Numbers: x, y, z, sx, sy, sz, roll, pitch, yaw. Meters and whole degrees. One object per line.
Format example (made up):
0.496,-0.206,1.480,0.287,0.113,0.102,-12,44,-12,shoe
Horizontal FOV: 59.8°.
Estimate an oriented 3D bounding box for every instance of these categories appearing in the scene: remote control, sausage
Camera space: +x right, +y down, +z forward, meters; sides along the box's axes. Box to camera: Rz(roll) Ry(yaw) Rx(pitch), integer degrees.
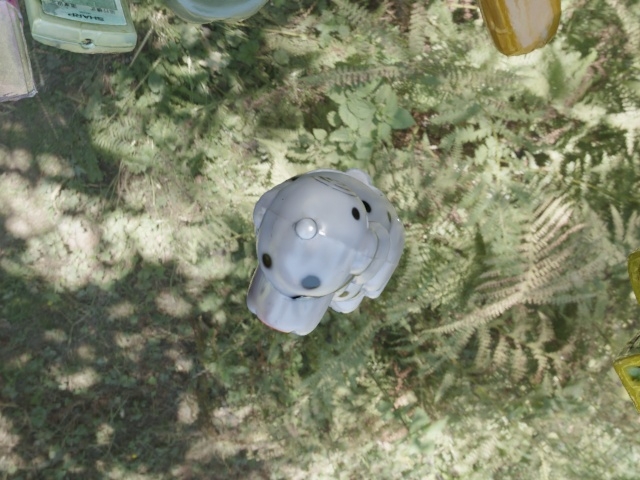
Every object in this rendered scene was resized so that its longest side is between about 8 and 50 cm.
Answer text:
-0.266,-0.293,0.581,0.098,0.234,0.038,-6,155,-35,remote control
0.286,-0.466,0.864,0.134,0.116,0.354,-20,126,14,sausage

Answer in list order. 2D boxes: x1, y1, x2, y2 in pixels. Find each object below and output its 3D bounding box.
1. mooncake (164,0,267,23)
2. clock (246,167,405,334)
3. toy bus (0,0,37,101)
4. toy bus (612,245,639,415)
-0.201,-0.534,1.014,0.274,0.135,0.275,-10,113,-24,mooncake
0.000,0.002,0.593,0.188,0.254,0.189,1,95,8,clock
-0.781,-0.493,1.313,0.171,0.162,0.386,-31,169,-27,toy bus
0.343,0.152,0.443,0.121,0.123,0.336,-21,81,-38,toy bus
